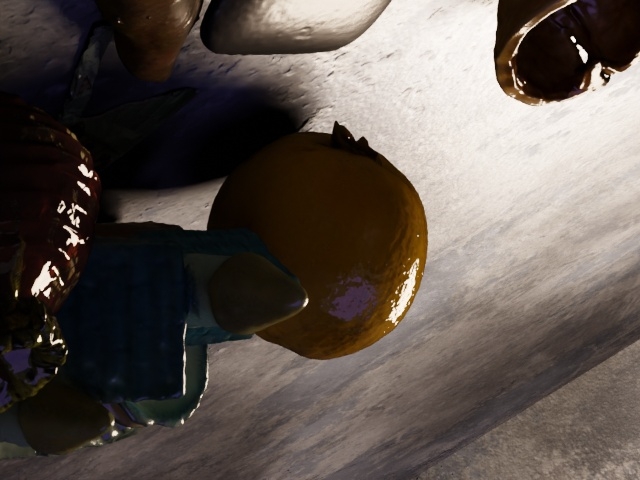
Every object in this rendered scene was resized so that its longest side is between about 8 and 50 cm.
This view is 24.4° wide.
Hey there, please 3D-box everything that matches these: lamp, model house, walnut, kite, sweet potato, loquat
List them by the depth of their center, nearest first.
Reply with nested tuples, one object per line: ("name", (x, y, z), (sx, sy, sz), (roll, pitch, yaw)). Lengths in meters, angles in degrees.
("lamp", (-0.254, 0.003, 0.944), (0.247, 0.247, 0.247), (-25, 160, -9))
("sweet potato", (-0.115, -0.160, 0.957), (0.077, 0.077, 0.244), (-25, 176, -10))
("kite", (-0.192, -0.086, 1.122), (0.229, 0.012, 0.250), (-19, 157, -27))
("model house", (-0.135, 0.080, 1.134), (0.325, 0.194, 0.267), (-1, -179, 40))
("walnut", (0.213, -0.202, 1.257), (0.167, 0.087, 0.211), (-23, 159, 4))
("loquat", (0.000, 0.000, 1.306), (0.208, 0.208, 0.208), (-25, 160, -9))

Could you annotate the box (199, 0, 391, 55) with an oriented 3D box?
("box", (0.013, -0.203, 1.013), (0.212, 0.042, 0.201), (-16, 151, -52))
